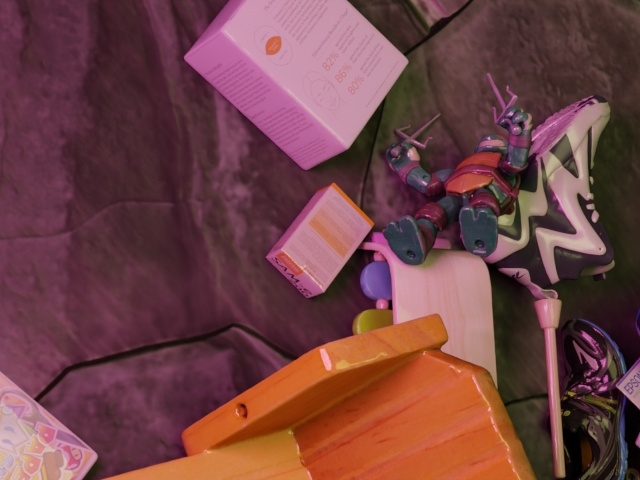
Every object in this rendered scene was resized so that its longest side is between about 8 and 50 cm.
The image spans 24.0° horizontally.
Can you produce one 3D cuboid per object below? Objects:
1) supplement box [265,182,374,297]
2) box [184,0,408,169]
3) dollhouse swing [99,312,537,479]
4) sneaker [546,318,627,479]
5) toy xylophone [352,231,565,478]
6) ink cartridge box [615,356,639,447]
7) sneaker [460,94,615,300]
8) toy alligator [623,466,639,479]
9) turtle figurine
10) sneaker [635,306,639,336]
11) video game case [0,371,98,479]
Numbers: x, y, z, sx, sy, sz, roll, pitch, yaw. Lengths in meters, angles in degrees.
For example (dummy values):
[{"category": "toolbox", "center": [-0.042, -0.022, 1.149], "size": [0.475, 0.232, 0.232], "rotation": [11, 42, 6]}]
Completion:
[{"category": "supplement box", "center": [0.000, 0.000, 1.493], "size": [0.062, 0.036, 0.098], "rotation": [46, 60, -13]}, {"category": "box", "center": [-0.023, -0.179, 1.492], "size": [0.170, 0.091, 0.130], "rotation": [43, 61, -15]}, {"category": "dollhouse swing", "center": [-0.019, 0.280, 1.236], "size": [0.305, 0.315, 0.346], "rotation": [-2, 64, -49]}, {"category": "sneaker", "center": [0.280, 0.175, 1.593], "size": [0.078, 0.067, 0.188], "rotation": [4, 79, -36]}, {"category": "toy xylophone", "center": [0.131, 0.147, 1.505], "size": [0.236, 0.081, 0.322], "rotation": [14, 71, -26]}, {"category": "ink cartridge box", "center": [0.423, 0.197, 1.630], "size": [0.208, 0.045, 0.206], "rotation": [43, 36, 11]}, {"category": "sneaker", "center": [0.271, -0.034, 1.626], "size": [0.153, 0.094, 0.235], "rotation": [46, 60, -14]}, {"category": "toy alligator", "center": [0.307, 0.313, 1.583], "size": [0.056, 0.051, 0.189], "rotation": [43, 61, -15]}, {"category": "turtle figurine", "center": [0.151, -0.067, 1.511], "size": [0.118, 0.175, 0.234], "rotation": [50, 37, -18]}, {"category": "sneaker", "center": [0.441, 0.069, 1.676], "size": [0.330, 0.129, 0.147], "rotation": [-5, 37, -46]}, {"category": "video game case", "center": [-0.328, 0.204, 1.258], "size": [0.206, 0.026, 0.227], "rotation": [43, 60, -14]}]
